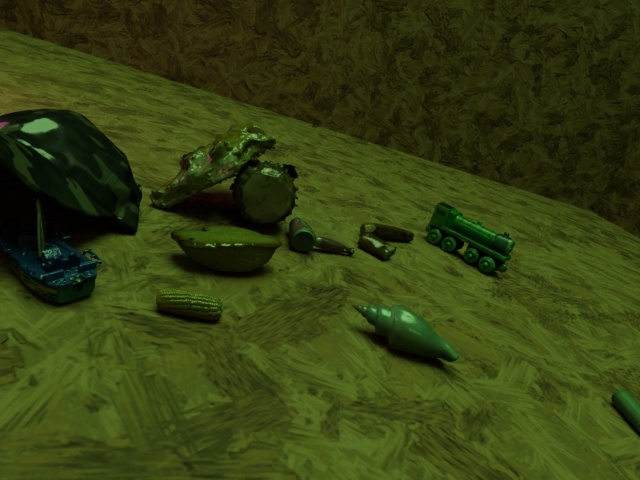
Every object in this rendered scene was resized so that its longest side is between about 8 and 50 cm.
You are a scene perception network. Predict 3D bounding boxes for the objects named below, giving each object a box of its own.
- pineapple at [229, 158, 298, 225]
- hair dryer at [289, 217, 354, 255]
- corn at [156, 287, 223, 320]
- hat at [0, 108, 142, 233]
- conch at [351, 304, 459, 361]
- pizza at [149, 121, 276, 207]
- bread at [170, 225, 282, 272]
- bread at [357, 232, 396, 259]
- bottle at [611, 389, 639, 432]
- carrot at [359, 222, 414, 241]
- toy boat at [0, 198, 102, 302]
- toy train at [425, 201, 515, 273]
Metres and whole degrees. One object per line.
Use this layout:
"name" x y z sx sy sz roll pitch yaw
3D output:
"pineapple" -0.133 -0.134 1.063 0.171 0.140 0.310 -15 20 -6
"hair dryer" 0.003 0.003 0.970 0.154 0.053 0.106 24 15 -14
"corn" -0.181 0.087 0.612 0.093 0.037 0.037 12 22 -10
"hat" -0.460 -0.160 0.686 0.367 0.381 0.257 17 64 -7
"conch" 0.130 0.146 0.701 0.180 0.088 0.065 28 66 7
"pizza" -0.220 -0.183 0.963 0.223 0.089 0.323 -13 26 43
"bread" -0.172 0.011 0.782 0.188 0.065 0.149 0 17 -32
"bread" 0.132 0.015 1.043 0.083 0.036 0.047 30 40 27
"bottle" 0.504 0.278 0.704 0.031 0.030 0.083 15 22 -9
"carrot" 0.179 -0.019 1.161 0.171 0.042 0.042 8 23 -32
"toy boat" -0.366 -0.003 0.582 0.175 0.110 0.091 27 25 24
"toy train" 0.405 -0.007 1.205 0.251 0.119 0.085 32 24 34
